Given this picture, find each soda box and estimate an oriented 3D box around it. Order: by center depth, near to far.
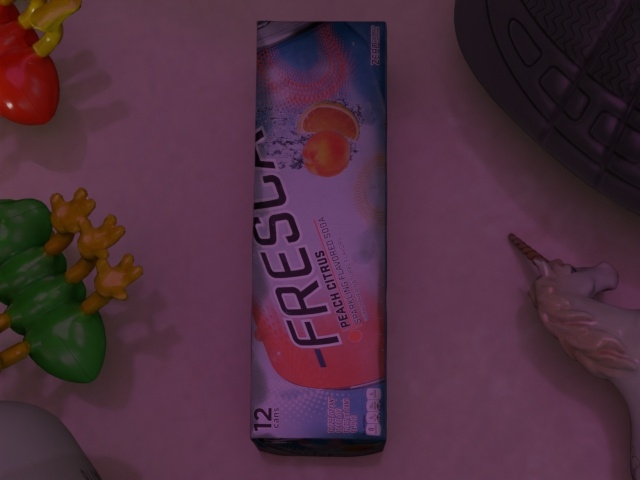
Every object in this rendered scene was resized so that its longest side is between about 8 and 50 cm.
[{"bbox_3d":[0.000,0.000,0.728,0.058,0.063,0.183,0,78,1],"label":"soda box"}]

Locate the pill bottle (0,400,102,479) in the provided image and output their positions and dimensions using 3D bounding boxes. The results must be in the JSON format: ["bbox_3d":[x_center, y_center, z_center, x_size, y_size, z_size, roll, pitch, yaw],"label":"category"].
[{"bbox_3d":[-0.089,0.280,0.587,0.229,0.229,0.407,-33,80,-6],"label":"pill bottle"}]

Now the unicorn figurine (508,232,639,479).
[{"bbox_3d":[0.151,0.060,0.715,0.111,0.060,0.162,-9,78,-2],"label":"unicorn figurine"}]

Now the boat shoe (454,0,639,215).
[{"bbox_3d":[0.208,-0.048,0.728,0.320,0.103,0.118,24,98,11],"label":"boat shoe"}]

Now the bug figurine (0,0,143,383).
[{"bbox_3d":[-0.202,0.000,0.725,0.279,0.072,0.216,-31,73,0],"label":"bug figurine"}]
